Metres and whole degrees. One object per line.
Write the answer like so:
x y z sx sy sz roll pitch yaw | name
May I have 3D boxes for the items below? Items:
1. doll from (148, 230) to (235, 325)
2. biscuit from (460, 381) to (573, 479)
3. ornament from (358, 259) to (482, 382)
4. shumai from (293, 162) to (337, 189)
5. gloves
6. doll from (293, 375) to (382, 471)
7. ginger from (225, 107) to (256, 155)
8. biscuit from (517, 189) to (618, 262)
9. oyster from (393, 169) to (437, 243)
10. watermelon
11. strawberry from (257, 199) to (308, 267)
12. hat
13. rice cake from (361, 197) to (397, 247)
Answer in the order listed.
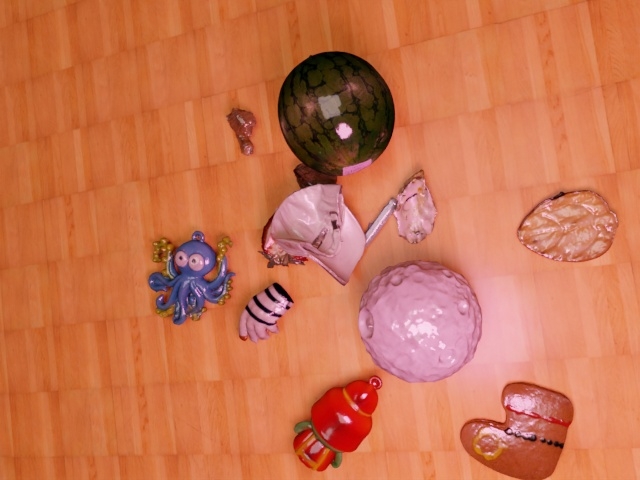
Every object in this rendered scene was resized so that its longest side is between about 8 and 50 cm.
-0.462 0.128 1.676 0.346 0.099 0.341 12 90 20 | doll
0.554 0.531 1.380 0.262 0.052 0.277 20 94 16 | biscuit
0.259 0.220 1.325 0.337 0.337 0.337 -1 88 17 | ornament
-0.023 -0.199 1.570 0.139 0.105 0.123 44 57 4 | shumai
-0.191 0.244 1.578 0.219 0.131 0.140 -45 74 2 | gloves
0.061 0.544 1.473 0.182 0.160 0.363 42 100 15 | doll
-0.252 -0.375 1.648 0.096 0.067 0.165 -22 95 15 | ginger
0.690 -0.036 1.365 0.260 0.041 0.203 -11 88 17 | biscuit
0.281 -0.097 1.479 0.133 0.072 0.209 -18 103 9 | oyster
0.046 -0.373 1.420 0.363 0.363 0.363 -1 88 17 | watermelon
-0.113 -0.027 1.573 0.174 0.098 0.228 -4 85 6 | strawberry
0.002 -0.004 1.468 0.168 0.258 0.301 -9 128 48 | hat
0.180 -0.057 1.521 0.042 0.030 0.180 37 99 6 | rice cake
